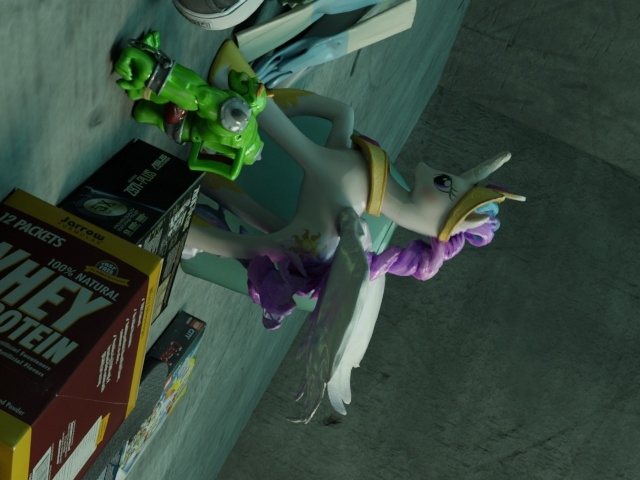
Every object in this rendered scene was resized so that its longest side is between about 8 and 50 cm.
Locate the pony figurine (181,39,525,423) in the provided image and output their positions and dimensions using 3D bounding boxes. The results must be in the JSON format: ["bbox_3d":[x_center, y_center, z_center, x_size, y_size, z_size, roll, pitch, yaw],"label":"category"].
[{"bbox_3d":[0.000,0.000,1.163,0.351,0.363,0.303,-64,174,1],"label":"pony figurine"}]

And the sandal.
[{"bbox_3d":[-0.281,0.243,1.297,0.254,0.054,0.097,-53,164,-12],"label":"sandal"}]

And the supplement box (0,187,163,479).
[{"bbox_3d":[-0.230,0.107,0.789,0.194,0.129,0.191,-58,170,-45],"label":"supplement box"}]

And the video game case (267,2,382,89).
[{"bbox_3d":[0.091,-0.348,1.421,0.329,0.036,0.300,-42,-177,30],"label":"video game case"}]

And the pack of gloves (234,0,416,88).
[{"bbox_3d":[0.004,-0.265,1.254,0.232,0.046,0.195,-25,170,-5],"label":"pack of gloves"}]

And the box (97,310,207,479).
[{"bbox_3d":[-0.245,0.229,1.494,0.233,0.044,0.159,-57,170,-49],"label":"box"}]

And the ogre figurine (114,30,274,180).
[{"bbox_3d":[-0.110,-0.114,0.947,0.097,0.118,0.197,-61,173,-27],"label":"ogre figurine"}]

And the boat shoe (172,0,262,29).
[{"bbox_3d":[-0.034,-0.319,0.878,0.301,0.108,0.102,-56,173,-11],"label":"boat shoe"}]

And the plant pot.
[{"bbox_3d":[-0.019,-0.036,1.450,0.293,0.235,0.293,-63,174,-12],"label":"plant pot"}]

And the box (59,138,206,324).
[{"bbox_3d":[-0.191,0.020,0.994,0.147,0.077,0.180,-55,169,-53],"label":"box"}]

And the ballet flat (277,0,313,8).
[{"bbox_3d":[-0.027,-0.299,1.252,0.052,0.057,0.168,-38,175,13],"label":"ballet flat"}]
